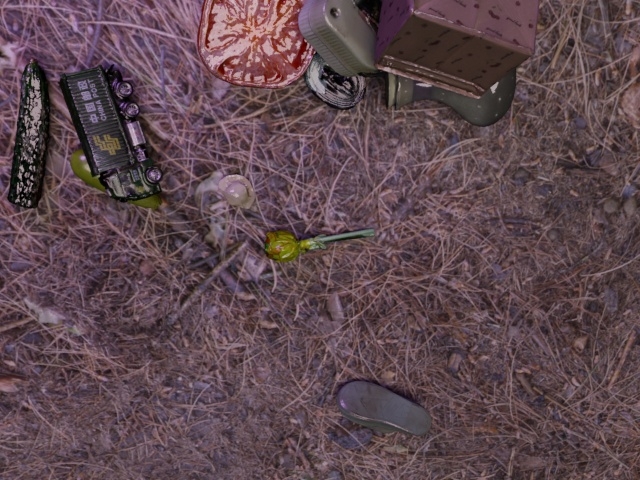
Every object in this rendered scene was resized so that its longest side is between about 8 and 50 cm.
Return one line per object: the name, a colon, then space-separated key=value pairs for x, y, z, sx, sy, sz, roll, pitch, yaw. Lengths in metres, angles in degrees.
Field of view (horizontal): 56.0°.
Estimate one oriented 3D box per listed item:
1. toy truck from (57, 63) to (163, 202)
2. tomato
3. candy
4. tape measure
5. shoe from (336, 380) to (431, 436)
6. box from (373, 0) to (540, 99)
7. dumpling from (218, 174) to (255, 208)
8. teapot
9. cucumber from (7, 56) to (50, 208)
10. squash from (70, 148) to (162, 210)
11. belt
toy truck: x=-0.399 y=-0.199 z=1.162 sx=0.121 sy=0.088 sz=0.259 roll=-21 pitch=100 yaw=-24
tomato: x=-0.125 y=-0.402 z=1.156 sx=0.236 sy=0.095 sz=0.237 roll=-6 pitch=114 yaw=-13
candy: x=0.001 y=0.003 z=1.361 sx=0.262 sy=0.077 sz=0.073 roll=-9 pitch=116 yaw=-15
tape measure: x=0.088 y=-0.434 z=1.131 sx=0.207 sy=0.115 sz=0.235 roll=38 pitch=69 yaw=-31
shoe: x=0.156 y=0.440 z=1.548 sx=0.251 sy=0.103 sz=0.100 roll=19 pitch=152 yaw=-2
box: x=0.238 y=-0.437 z=1.029 sx=0.225 sy=0.190 sz=0.297 roll=13 pitch=76 yaw=-13
dumpling: x=-0.179 y=-0.107 z=1.299 sx=0.076 sy=0.057 sz=0.052 roll=24 pitch=146 yaw=6
teapot: x=0.257 y=-0.320 z=1.216 sx=0.250 sy=0.183 sz=0.184 roll=-1 pitch=112 yaw=2
cucumber: x=-0.565 y=-0.207 z=1.180 sx=0.067 sy=0.067 sz=0.294 roll=11 pitch=108 yaw=-13
squash: x=-0.419 y=-0.122 z=1.240 sx=0.201 sy=0.066 sz=0.066 roll=32 pitch=104 yaw=-25
belt: x=0.030 y=-0.329 z=1.229 sx=0.140 sy=0.058 sz=0.105 roll=27 pitch=102 yaw=-17
